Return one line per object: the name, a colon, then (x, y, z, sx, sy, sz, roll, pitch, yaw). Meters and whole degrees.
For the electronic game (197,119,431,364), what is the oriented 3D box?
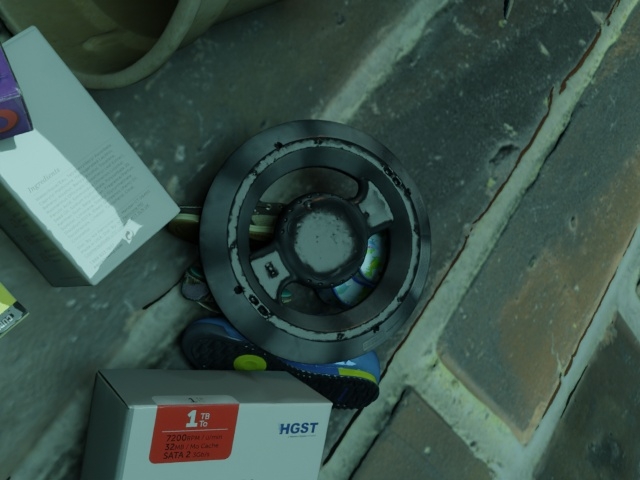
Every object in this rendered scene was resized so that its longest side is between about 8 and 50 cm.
electronic game: (0.000, 0.000, 0.664, 0.229, 0.048, 0.229, 2, 84, -19)

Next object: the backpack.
backpack: (0.049, 0.019, 0.747, 0.105, 0.084, 0.114, 17, 81, -27)

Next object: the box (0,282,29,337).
box: (-0.318, -0.014, 0.512, 0.058, 0.087, 0.232, -46, 109, -29)

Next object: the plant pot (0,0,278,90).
plant pot: (-0.087, -0.316, 0.577, 0.305, 0.334, 0.334, -27, 101, -44)

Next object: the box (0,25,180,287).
box: (-0.215, -0.055, 0.554, 0.091, 0.130, 0.170, -45, 110, -27)

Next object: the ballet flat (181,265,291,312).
ballet flat: (-0.083, 0.054, 0.690, 0.114, 0.041, 0.041, 15, 78, -31)

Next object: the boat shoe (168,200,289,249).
boat shoe: (-0.075, -0.020, 0.693, 0.152, 0.056, 0.049, 8, 67, -31)

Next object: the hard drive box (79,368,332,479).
hard drive box: (-0.106, 0.231, 0.595, 0.181, 0.089, 0.232, 7, 96, -32)

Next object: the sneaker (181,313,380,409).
sneaker: (-0.037, 0.106, 0.705, 0.209, 0.069, 0.082, 18, 41, -21)

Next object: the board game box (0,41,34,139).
board game box: (-0.376, -0.104, 0.413, 0.347, 0.056, 0.208, -21, 67, -19)

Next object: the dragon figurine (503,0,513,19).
dragon figurine: (0.125, -0.371, 0.828, 0.289, 0.144, 0.085, 34, 66, -47)
